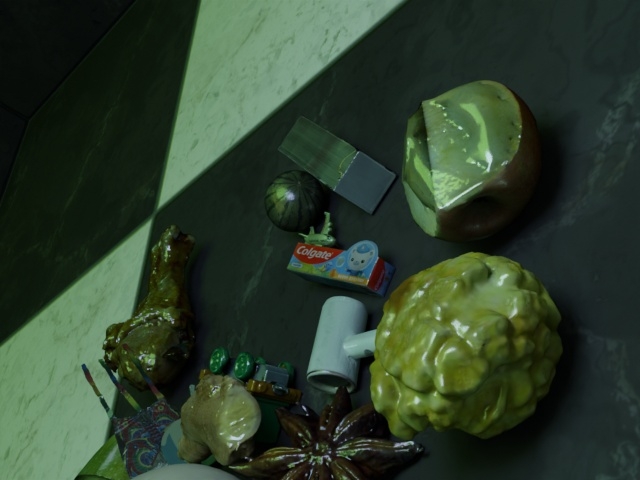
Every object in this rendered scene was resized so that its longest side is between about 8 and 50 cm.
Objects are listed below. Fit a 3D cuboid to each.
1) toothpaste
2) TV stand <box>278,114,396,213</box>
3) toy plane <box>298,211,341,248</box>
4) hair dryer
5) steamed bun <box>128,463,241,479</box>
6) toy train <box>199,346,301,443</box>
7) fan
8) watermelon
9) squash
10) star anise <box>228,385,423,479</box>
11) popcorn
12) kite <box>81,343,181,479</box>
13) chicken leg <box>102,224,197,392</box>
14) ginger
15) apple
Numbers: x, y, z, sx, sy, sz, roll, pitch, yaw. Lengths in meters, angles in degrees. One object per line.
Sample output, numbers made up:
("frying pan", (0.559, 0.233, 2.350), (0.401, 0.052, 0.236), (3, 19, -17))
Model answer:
("toothpaste", (0.033, 0.034, 1.480), (0.193, 0.044, 0.070), (10, 72, 50))
("TV stand", (0.025, -0.134, 1.628), (0.082, 0.088, 0.269), (-55, 29, 5))
("toy plane", (0.000, 0.000, 1.594), (0.111, 0.040, 0.102), (9, 73, 58))
("hair dryer", (0.081, 0.128, 1.326), (0.236, 0.073, 0.131), (-21, 45, 45))
("steamed bun", (-0.229, 0.481, 1.314), (0.374, 0.241, 0.374), (-34, 40, 34))
("toy train", (-0.118, 0.245, 1.507), (0.228, 0.091, 0.136), (-5, 70, 56))
("fan", (-0.211, 0.310, 1.597), (0.113, 0.005, 0.175), (-10, 44, -1))
("watermelon", (-0.048, -0.063, 1.670), (0.133, 0.105, 0.105), (125, 160, -60))
("squash", (-0.324, 0.407, 1.618), (0.170, 0.170, 0.122), (-32, 27, 40))
("star anise", (0.014, 0.299, 1.243), (0.272, 0.102, 0.272), (-16, 35, 12))
("popcorn", (0.158, 0.120, 1.095), (0.235, 0.181, 0.216), (-49, 29, 10))
("kite", (-0.310, 0.288, 1.638), (0.285, 0.152, 0.015), (48, 143, 35))
("chicken leg", (-0.329, 0.150, 1.874), (0.212, 0.140, 0.361), (-25, 39, 14))
("ginger", (-0.159, 0.268, 1.428), (0.213, 0.074, 0.137), (-30, 60, 58))
("apple", (0.195, -0.097, 1.250), (0.207, 0.174, 0.188), (-36, 56, 33))
